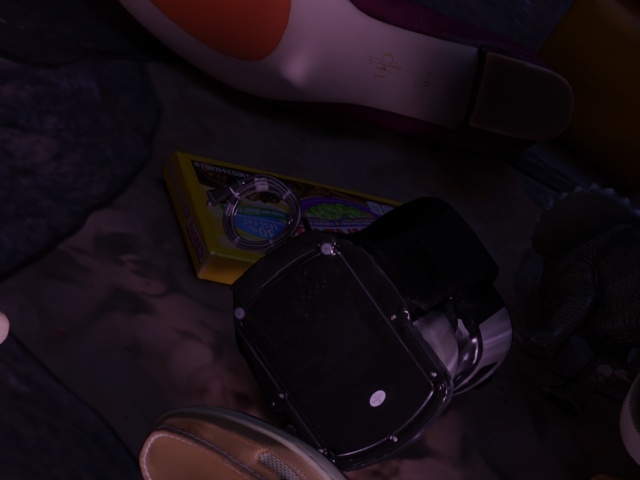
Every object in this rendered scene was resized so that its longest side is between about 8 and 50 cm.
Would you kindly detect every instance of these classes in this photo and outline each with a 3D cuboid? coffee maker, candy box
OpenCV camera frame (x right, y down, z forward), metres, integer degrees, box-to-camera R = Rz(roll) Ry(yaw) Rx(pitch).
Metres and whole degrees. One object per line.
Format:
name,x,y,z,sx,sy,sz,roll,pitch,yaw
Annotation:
coffee maker,0.032,0.029,1.046,0.178,0.120,0.171,-27,104,-69
candy box,0.000,0.000,1.193,0.206,0.027,0.105,11,39,-30

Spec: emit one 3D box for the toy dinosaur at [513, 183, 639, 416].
toy dinosaur,0.226,0.039,1.151,0.313,0.160,0.121,7,-32,47

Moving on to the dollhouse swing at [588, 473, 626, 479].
dollhouse swing,0.335,0.206,0.963,0.347,0.315,0.305,18,43,-22

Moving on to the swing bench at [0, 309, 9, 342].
swing bench,-0.317,0.021,0.740,0.253,0.165,0.254,-7,47,-47

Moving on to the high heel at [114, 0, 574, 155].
high heel,0.007,-0.150,1.388,0.377,0.127,0.181,23,2,-6

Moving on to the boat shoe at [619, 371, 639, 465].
boat shoe,0.290,0.002,1.048,0.127,0.113,0.340,35,53,21

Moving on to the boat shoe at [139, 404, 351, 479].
boat shoe,-0.013,0.136,0.775,0.190,0.068,0.072,28,31,25

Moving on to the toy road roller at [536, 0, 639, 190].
toy road roller,0.299,-0.191,1.486,0.202,0.329,0.240,37,67,12
